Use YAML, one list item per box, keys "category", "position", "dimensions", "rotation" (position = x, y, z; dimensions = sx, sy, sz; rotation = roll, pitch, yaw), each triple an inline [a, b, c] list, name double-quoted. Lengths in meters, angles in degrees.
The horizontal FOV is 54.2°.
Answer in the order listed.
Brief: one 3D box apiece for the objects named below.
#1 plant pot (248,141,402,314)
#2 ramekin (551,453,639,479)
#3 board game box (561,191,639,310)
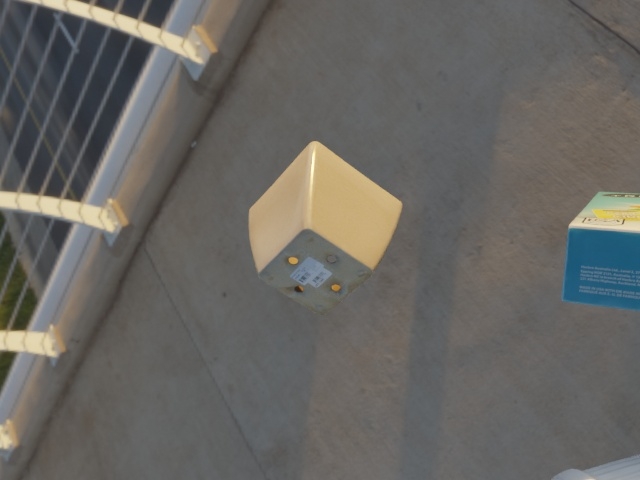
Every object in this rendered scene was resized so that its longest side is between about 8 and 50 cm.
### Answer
- category: "plant pot"
  position: [0.000, 0.000, 0.559]
  dimensions: [0.109, 0.109, 0.096]
  rotation: [-43, 24, 33]
- category: "ramekin"
  position: [0.345, 0.327, 0.585]
  dimensions: [0.127, 0.273, 0.272]
  rotation: [-25, 67, -4]
- category: "board game box"
  position: [0.417, 0.005, 0.671]
  dimensions: [0.254, 0.336, 0.079]
  rotation: [6, 102, 27]
